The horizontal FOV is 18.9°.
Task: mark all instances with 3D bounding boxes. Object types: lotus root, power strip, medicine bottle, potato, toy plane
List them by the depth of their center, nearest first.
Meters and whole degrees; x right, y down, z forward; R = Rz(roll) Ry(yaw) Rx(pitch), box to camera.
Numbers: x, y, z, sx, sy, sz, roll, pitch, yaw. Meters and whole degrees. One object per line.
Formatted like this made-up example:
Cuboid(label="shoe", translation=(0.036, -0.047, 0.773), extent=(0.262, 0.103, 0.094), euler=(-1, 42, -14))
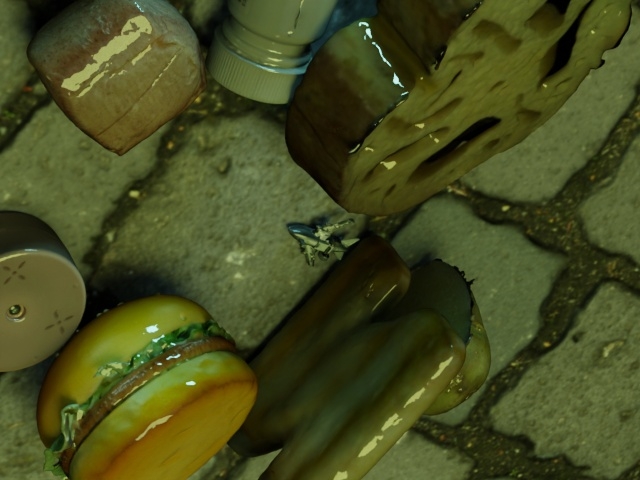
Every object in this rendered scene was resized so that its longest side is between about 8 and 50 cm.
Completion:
Cuboid(label="medicine bottle", translation=(-0.040, -0.227, 1.847), extent=(0.105, 0.105, 0.168), euler=(4, 122, -30))
Cuboid(label="lotus root", translation=(0.153, -0.177, 1.917), extent=(0.390, 0.111, 0.375), euler=(-43, 154, 12))
Cuboid(label="power strip", translation=(-0.314, 0.052, 1.931), extent=(0.154, 0.078, 0.154), euler=(-16, 129, -21))
Cuboid(label="toy plane", translation=(0.000, 0.000, 2.091), extent=(0.083, 0.031, 0.078), euler=(14, 130, -38))
Cuboid(label="potato", translation=(0.130, 0.115, 2.130), extent=(0.164, 0.200, 0.081), euler=(-38, 125, 17))

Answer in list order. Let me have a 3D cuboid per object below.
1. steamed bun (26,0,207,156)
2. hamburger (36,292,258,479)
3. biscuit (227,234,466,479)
Cuboid(label="steamed bun", translation=(-0.189, -0.170, 1.817), extent=(0.145, 0.106, 0.175), euler=(-41, 146, -1))
Cuboid(label="hamburger", translation=(-0.195, 0.160, 2.002), extent=(0.246, 0.170, 0.246), euler=(-33, 160, -14))
Cuboid(label="biscuit", translation=(0.018, 0.156, 2.083), extent=(0.062, 0.237, 0.290), euler=(32, 103, -39))
